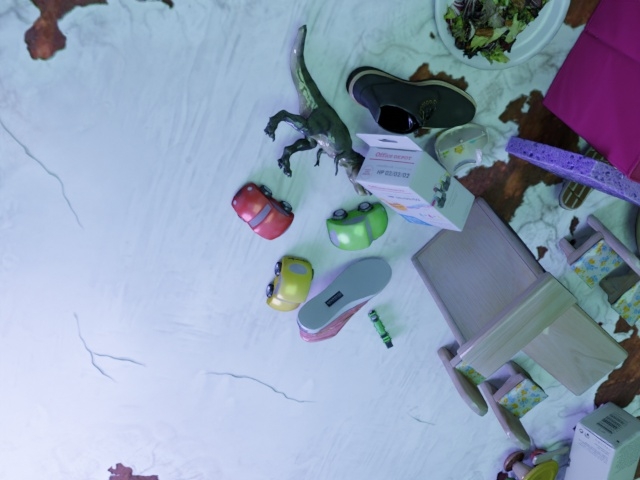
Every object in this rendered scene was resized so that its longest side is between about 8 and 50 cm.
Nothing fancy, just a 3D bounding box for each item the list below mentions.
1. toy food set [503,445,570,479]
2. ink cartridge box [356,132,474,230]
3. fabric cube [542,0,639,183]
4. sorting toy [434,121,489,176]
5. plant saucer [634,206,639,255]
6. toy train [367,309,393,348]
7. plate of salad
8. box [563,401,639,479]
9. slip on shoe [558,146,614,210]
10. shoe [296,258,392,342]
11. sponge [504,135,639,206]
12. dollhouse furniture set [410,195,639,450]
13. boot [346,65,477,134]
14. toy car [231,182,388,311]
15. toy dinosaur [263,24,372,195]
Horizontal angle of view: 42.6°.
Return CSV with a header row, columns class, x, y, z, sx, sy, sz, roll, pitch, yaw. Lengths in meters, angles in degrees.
class,x,y,z,sx,sy,sz,roll,pitch,yaw
toy food set,0.403,0.471,1.635,0.128,0.071,0.217,-9,127,-37
ink cartridge box,0.127,-0.083,1.180,0.181,0.104,0.061,34,75,-42
fabric cube,0.519,-0.214,1.135,0.254,0.258,0.259,17,115,-21
sorting toy,0.212,-0.133,1.241,0.083,0.045,0.075,-23,130,0
plant saucer,0.652,-0.055,1.386,0.278,0.041,0.277,-6,120,-11
toy train,0.102,0.151,1.392,0.017,0.023,0.083,-28,123,4
plate of salad,0.256,-0.327,1.129,0.200,0.048,0.199,-6,122,-10
box,0.552,0.463,1.624,0.113,0.094,0.275,-19,127,-32
slip on shoe,0.427,-0.105,1.308,0.051,0.041,0.135,33,92,2
shoe,0.037,0.098,1.328,0.178,0.063,0.081,-35,161,-15
sponge,0.373,-0.103,1.195,0.117,0.210,0.031,21,98,-25
dollhouse furniture set,0.362,0.145,1.312,0.362,0.256,0.394,-44,120,14
boot,0.142,-0.173,1.141,0.198,0.137,0.076,6,119,-17
toy car,0.000,0.000,1.260,0.225,0.053,0.239,-17,123,-3
toy dinosaur,-0.017,-0.158,1.159,0.118,0.064,0.268,-35,122,-9
